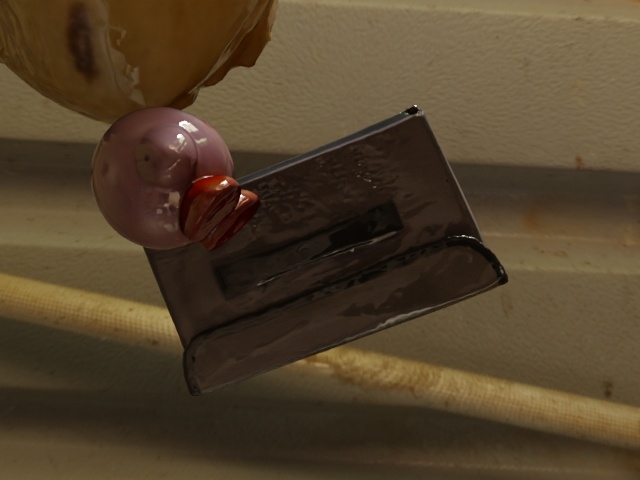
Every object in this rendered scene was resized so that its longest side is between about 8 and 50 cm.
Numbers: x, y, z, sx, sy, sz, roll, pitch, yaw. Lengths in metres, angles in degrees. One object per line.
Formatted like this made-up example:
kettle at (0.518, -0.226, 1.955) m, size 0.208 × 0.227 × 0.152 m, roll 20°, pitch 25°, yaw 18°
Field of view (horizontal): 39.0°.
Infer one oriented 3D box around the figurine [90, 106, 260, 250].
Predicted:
figurine at (-0.072, -0.029, 0.423) m, size 0.071 × 0.083 × 0.067 m, roll 43°, pitch -105°, yaw 6°

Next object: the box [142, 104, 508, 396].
box at (0.000, 0.000, 0.749) m, size 0.252 × 0.188 × 0.153 m, roll -21°, pitch -87°, yaw 5°

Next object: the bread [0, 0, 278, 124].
bread at (-0.168, -0.266, 0.533) m, size 0.361 × 0.250 × 0.394 m, roll 26°, pitch -38°, yaw 24°
